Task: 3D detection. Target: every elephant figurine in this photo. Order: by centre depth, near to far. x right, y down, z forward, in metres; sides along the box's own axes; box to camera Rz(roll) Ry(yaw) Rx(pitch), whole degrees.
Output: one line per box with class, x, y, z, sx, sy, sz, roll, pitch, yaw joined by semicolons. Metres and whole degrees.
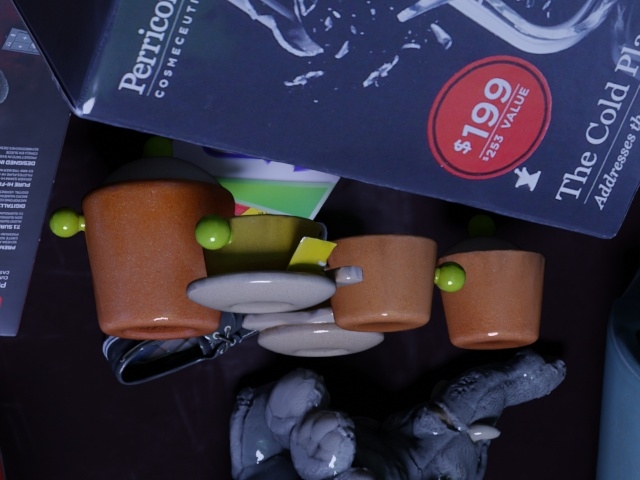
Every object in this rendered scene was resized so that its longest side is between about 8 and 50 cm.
elephant figurine;0.056;0.179;1.374;0.239;0.169;0.186;6;157;-42

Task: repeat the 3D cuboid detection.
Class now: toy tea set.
toy tea set;0.000;0.000;1.185;0.200;0.124;0.336;-11;165;39

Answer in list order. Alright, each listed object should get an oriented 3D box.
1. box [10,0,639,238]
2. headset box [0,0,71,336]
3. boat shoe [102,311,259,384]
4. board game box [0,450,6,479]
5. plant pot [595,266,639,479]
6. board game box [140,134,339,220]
box;0.052;-0.210;0.926;0.312;0.179;0.343;12;111;-26
headset box;-0.267;-0.067;1.080;0.218;0.110;0.293;4;127;-23
boat shoe;-0.081;0.065;1.296;0.142;0.040;0.049;-20;132;-1
board game box;-0.229;0.210;1.267;0.045;0.193;0.147;-11;131;-10
plant pot;0.343;0.191;1.370;0.341;0.341;0.334;-12;124;-8
board game box;-0.010;-0.112;1.180;0.124;0.039;0.259;16;124;-29
